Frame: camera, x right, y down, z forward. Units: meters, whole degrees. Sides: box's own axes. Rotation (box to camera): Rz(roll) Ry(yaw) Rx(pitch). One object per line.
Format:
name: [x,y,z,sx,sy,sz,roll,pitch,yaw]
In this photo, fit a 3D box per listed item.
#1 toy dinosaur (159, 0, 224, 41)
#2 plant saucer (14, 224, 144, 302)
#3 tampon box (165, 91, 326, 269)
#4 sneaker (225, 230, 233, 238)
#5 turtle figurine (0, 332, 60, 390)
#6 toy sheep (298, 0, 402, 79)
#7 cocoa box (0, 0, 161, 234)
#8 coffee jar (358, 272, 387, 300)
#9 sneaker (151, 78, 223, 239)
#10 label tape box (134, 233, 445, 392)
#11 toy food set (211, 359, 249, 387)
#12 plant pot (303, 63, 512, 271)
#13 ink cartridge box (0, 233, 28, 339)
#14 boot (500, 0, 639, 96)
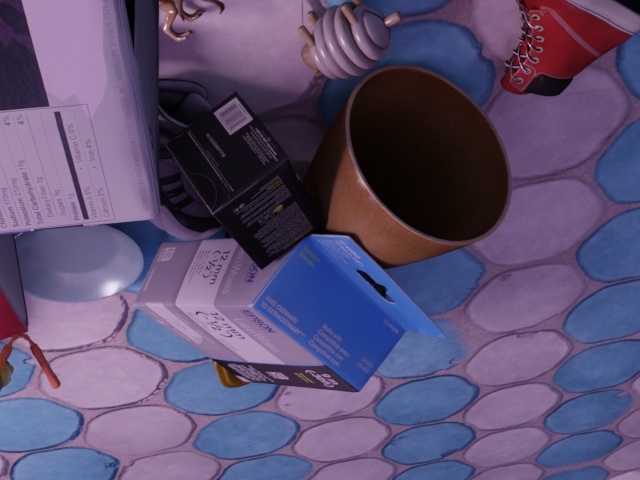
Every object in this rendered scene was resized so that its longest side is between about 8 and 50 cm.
toy dinosaur: [-0.163,-0.262,0.911,0.183,0.053,0.092,-28,124,17]
plant saucer: [-0.350,0.020,1.227,0.195,0.037,0.195,-8,143,-6]
tampon box: [-0.083,-0.065,0.997,0.101,0.120,0.161,-37,152,-2]
sneaker: [-0.085,-0.023,1.217,0.086,0.064,0.192,4,138,-12]
turtle figurine: [-0.389,0.130,0.835,0.217,0.087,0.269,-26,144,2]
toy sheep: [0.033,-0.227,0.967,0.132,0.091,0.091,-16,148,37]
cocoa box: [-0.256,-0.196,0.686,0.228,0.347,0.231,-7,133,-5]
coffee jar: [0.066,0.100,1.410,0.096,0.079,0.184,-14,144,3]
sneaker: [-0.170,-0.100,1.063,0.153,0.101,0.268,-29,140,21]
label tape box: [-0.045,0.105,1.172,0.347,0.115,0.249,-1,147,42]
toy food set: [-0.136,0.164,1.460,0.128,0.071,0.218,-29,149,-17]
plant pot: [0.071,-0.056,1.110,0.237,0.237,0.254,11,152,-28]
ink cartridge box: [-0.537,0.009,0.909,0.384,0.279,0.160,-18,145,-9]
boot: [0.243,-0.248,0.998,0.244,0.088,0.176,16,137,-37]
